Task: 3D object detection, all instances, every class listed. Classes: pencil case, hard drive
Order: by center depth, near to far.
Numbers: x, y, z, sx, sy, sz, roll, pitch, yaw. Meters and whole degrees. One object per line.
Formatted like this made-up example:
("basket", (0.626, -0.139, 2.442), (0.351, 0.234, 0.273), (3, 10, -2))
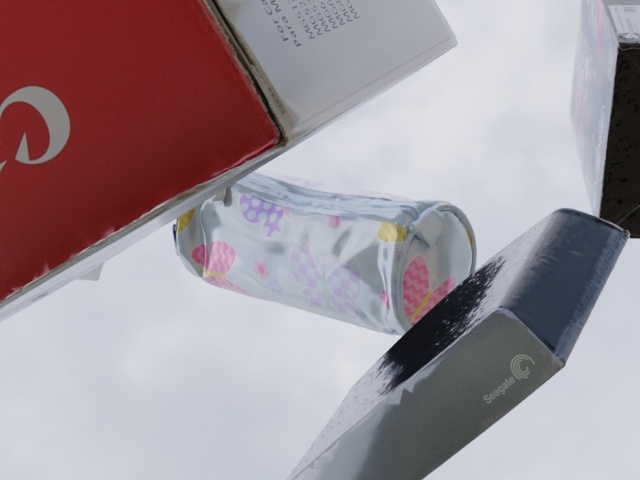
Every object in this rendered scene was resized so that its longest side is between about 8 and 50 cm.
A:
("hard drive", (0.074, 0.088, 0.848), (0.054, 0.172, 0.254), (43, -51, -2))
("pencil case", (0.000, 0.000, 1.170), (0.113, 0.273, 0.124), (-29, -57, -42))

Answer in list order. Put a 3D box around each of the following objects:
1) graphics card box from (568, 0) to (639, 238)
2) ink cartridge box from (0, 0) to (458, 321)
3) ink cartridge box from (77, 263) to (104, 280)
("graphics card box", (0.359, -0.181, 1.603), (0.094, 0.371, 0.232), (2, -62, 2))
("ink cartridge box", (-0.131, -0.047, 0.629), (0.309, 0.272, 0.130), (-28, -85, 29))
("ink cartridge box", (-0.258, -0.133, 1.337), (0.129, 0.223, 0.307), (6, -104, -11))
